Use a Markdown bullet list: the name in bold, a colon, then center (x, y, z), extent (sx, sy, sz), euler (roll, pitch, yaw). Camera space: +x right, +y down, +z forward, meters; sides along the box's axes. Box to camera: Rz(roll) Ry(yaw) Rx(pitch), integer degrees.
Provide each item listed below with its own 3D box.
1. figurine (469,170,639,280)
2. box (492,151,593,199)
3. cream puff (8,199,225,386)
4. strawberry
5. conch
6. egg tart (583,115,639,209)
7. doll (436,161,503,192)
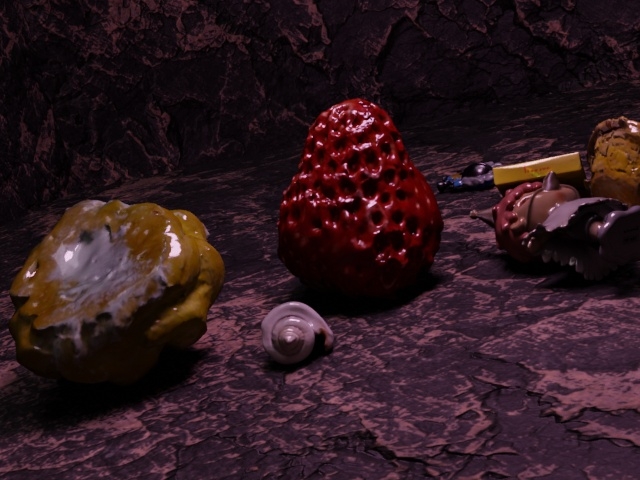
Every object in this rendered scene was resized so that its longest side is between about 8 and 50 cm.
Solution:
- **figurine**: center (0.391, -0.036, 1.440), extent (0.206, 0.166, 0.387), euler (-14, 15, -19)
- **box**: center (0.427, -0.092, 1.612), extent (0.153, 0.041, 0.279), euler (-10, -17, 20)
- **cream puff**: center (-0.327, 0.104, 1.438), extent (0.378, 0.276, 0.378), euler (-13, 43, 12)
- **strawberry**: center (0.054, -0.075, 1.540), extent (0.295, 0.345, 0.317), euler (-14, 14, -9)
- **conch**: center (-0.036, 0.148, 1.347), extent (0.104, 0.094, 0.176), euler (-26, -14, 2)
- **egg tart**: center (0.531, -0.094, 1.428), extent (0.106, 0.241, 0.241), euler (-40, 21, -14)
- **doll**: center (0.388, -0.162, 2.155), extent (0.195, 0.070, 0.096), euler (-11, 27, 39)
